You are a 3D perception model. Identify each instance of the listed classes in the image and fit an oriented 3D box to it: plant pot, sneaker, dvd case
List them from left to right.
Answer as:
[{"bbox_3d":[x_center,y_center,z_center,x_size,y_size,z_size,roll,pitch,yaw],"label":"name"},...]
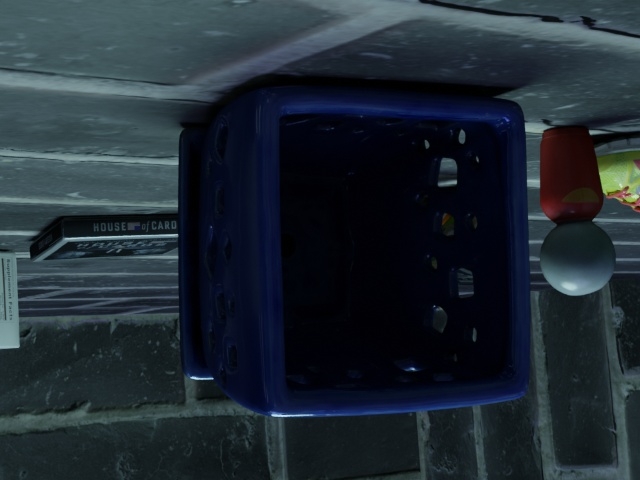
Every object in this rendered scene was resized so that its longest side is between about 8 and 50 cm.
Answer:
[{"bbox_3d":[-0.253,-0.002,1.751,0.179,0.030,0.238,-2,174,-20],"label":"dvd case"},{"bbox_3d":[0.010,0.008,1.102,0.235,0.236,0.212,-1,180,-29],"label":"plant pot"},{"bbox_3d":[0.322,-0.051,1.348,0.208,0.094,0.081,-1,175,-15],"label":"sneaker"}]

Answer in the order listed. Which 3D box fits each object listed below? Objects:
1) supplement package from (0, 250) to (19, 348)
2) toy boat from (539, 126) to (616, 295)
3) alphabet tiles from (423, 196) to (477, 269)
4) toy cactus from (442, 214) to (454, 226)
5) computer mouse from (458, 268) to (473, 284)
[{"bbox_3d":[-0.533,0.082,1.857,0.139,0.134,0.244,-8,172,35],"label":"supplement package"},{"bbox_3d":[0.324,-0.041,1.183,0.318,0.148,0.267,-9,172,39],"label":"toy boat"},{"bbox_3d":[0.084,0.005,1.583,0.237,0.009,0.198,-11,-153,49],"label":"alphabet tiles"},{"bbox_3d":[0.113,0.003,1.748,0.180,0.112,0.219,5,-168,21],"label":"toy cactus"},{"bbox_3d":[0.195,0.009,2.037,0.184,0.060,0.262,-3,164,35],"label":"computer mouse"}]
